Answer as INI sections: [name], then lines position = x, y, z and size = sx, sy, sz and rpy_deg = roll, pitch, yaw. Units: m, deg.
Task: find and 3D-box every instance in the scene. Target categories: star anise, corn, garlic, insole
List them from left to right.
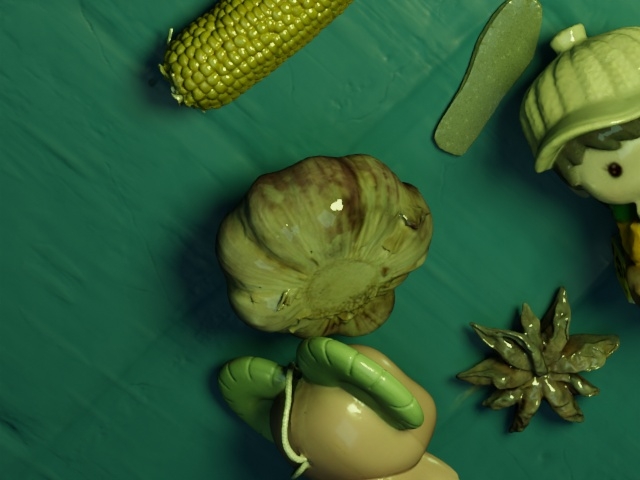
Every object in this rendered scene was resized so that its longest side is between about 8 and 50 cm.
[corn]
position = -0.049, -0.229, 1.401
size = 0.260, 0.091, 0.091
rpy_deg = -37, 127, 13
[garlic]
position = 0.000, 0.000, 1.483
size = 0.244, 0.160, 0.245
rpy_deg = -12, 134, -13
[insole]
position = 0.182, -0.176, 1.481
size = 0.063, 0.010, 0.192
rpy_deg = 24, 113, -13
[star anise]
position = 0.261, 0.153, 1.616
size = 0.195, 0.065, 0.182
rpy_deg = -23, 116, 3

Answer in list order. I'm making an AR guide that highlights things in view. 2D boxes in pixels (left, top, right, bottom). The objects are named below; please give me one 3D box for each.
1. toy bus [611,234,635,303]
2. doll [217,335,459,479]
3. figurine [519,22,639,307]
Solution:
[toy bus]
position = 0.447, 0.015, 1.549
size = 0.226, 0.081, 0.074
rpy_deg = -9, 115, 1
[doll]
position = 0.021, 0.225, 1.551
size = 0.268, 0.216, 0.284
rpy_deg = 45, 144, -17
[figurine]
position = 0.340, -0.070, 1.441
size = 0.185, 0.204, 0.332
rpy_deg = -34, 118, 10
